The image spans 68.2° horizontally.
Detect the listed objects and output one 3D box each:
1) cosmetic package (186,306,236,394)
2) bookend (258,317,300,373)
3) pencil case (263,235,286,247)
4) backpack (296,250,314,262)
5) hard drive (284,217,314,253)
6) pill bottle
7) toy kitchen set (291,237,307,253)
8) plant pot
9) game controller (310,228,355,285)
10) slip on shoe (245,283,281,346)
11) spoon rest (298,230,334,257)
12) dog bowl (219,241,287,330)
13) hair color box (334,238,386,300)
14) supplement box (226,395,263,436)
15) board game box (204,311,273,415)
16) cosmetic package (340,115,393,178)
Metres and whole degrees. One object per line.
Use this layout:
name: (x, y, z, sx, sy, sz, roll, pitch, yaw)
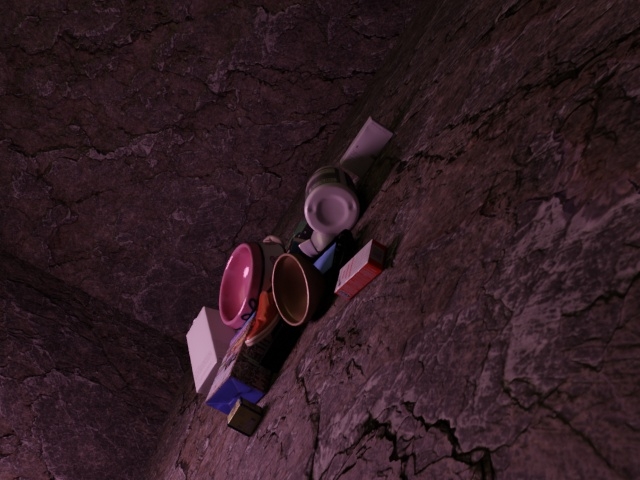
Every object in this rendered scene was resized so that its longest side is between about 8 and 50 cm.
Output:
cosmetic package: (-0.485, 0.499, 2.153, 0.197, 0.155, 0.366, -56, 34, 19)
bookend: (-0.148, 0.353, 1.641, 0.156, 0.072, 0.157, -59, 11, 0)
pencil case: (-0.323, 0.180, 2.597, 0.411, 0.159, 0.183, -64, 3, -27)
backpack: (-0.063, 0.110, 1.829, 0.084, 0.104, 0.115, 137, 155, -78)
hard drive: (-0.137, 0.047, 2.394, 0.339, 0.064, 0.237, -60, 12, -2)
pill bottle: (0.041, -0.170, 1.845, 0.204, 0.204, 0.361, -55, 12, 18)
toy kitchen set: (-0.076, 0.124, 1.905, 0.166, 0.122, 0.207, -86, 10, -66)
plant pot: (-0.058, 0.155, 1.560, 0.237, 0.109, 0.238, 10, 102, 55)
game controller: (0.016, 0.091, 1.634, 0.319, 0.067, 0.167, -46, 17, 49)
slip on shoe: (-0.181, 0.230, 1.667, 0.123, 0.101, 0.331, -33, 21, 51)
spoon rest: (0.000, 0.000, 1.829, 0.137, 0.084, 0.276, -27, 7, 25)
dog bowl: (-0.285, 0.189, 1.933, 0.408, 0.150, 0.409, -36, 46, 48)
hair color box: (0.110, 0.082, 1.298, 0.167, 0.053, 0.093, -46, 18, 42)
supplement box: (-0.238, 0.552, 1.483, 0.083, 0.083, 0.056, -58, 13, -4)
board game box: (-0.268, 0.453, 1.717, 0.232, 0.141, 0.291, -50, 15, 37)
cosmetic package: (0.193, -0.392, 1.996, 0.231, 0.117, 0.085, -56, 12, 20)
